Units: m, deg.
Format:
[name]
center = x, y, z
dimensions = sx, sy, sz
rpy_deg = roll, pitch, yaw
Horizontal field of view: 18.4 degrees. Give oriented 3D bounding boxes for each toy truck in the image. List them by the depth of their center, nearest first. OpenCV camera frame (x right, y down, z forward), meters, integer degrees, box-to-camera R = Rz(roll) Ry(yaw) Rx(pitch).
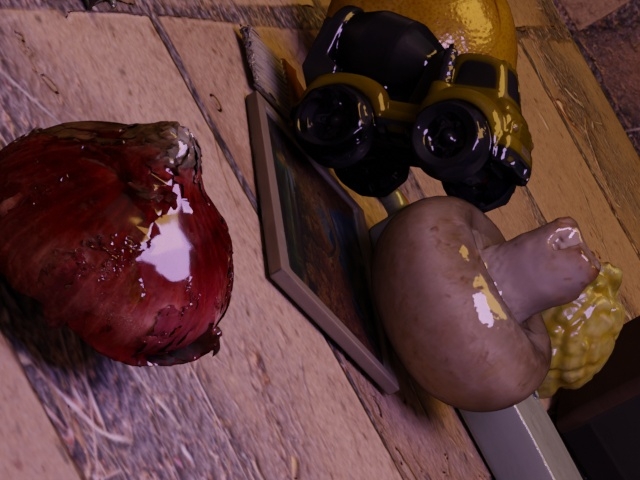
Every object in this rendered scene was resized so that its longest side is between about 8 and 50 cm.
[toy truck]
center = 0.089, -0.126, 1.804
dimensions = 0.147, 0.224, 0.165
rpy_deg = 36, 66, -63

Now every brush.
[brush]
center = 0.014, -0.098, 1.939
dimensions = 0.314, 0.017, 0.090
rpy_deg = 42, 28, -45

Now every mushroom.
[mushroom]
center = 0.151, 0.044, 1.735
dimensions = 0.204, 0.204, 0.204
rpy_deg = 51, 20, -26

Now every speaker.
[speaker]
center = 0.371, 0.186, 2.171
dimensions = 0.153, 0.192, 0.231
rpy_deg = 58, 19, -8

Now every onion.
[onion]
center = -0.119, -0.010, 1.228
dimensions = 0.184, 0.147, 0.184
rpy_deg = 36, 26, -21

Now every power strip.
[power strip]
center = 0.153, 0.123, 1.890
dimensions = 0.385, 0.062, 0.091
rpy_deg = 62, 18, 3

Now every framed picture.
[framed picture]
center = 0.000, 0.000, 1.741
dimensions = 0.184, 0.016, 0.250
rpy_deg = 47, 21, -35

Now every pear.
[pear]
center = 0.104, -0.191, 2.033
dimensions = 0.209, 0.209, 0.209
rpy_deg = 51, 20, -26

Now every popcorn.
[popcorn]
center = 0.227, 0.079, 2.025
dimensions = 0.142, 0.173, 0.173
rpy_deg = 16, 44, -42

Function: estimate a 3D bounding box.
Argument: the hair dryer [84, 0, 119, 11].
[hair dryer]
center = -0.185, -0.304, 1.665
dimensions = 0.229, 0.092, 0.267
rpy_deg = -4, 79, -77
